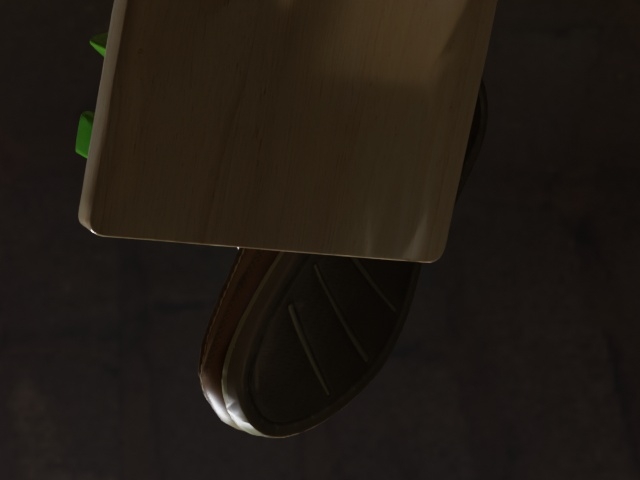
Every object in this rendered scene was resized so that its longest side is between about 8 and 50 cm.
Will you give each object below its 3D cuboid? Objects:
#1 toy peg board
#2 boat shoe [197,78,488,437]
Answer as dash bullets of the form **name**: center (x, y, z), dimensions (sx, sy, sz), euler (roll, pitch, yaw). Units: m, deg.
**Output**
- **toy peg board**: center (-0.020, -0.083, 0.682), dimensions (0.079, 0.160, 0.161), euler (31, 113, 58)
- **boat shoe**: center (0.000, 0.000, 1.030), dimensions (0.307, 0.104, 0.111), euler (-54, -46, -38)
